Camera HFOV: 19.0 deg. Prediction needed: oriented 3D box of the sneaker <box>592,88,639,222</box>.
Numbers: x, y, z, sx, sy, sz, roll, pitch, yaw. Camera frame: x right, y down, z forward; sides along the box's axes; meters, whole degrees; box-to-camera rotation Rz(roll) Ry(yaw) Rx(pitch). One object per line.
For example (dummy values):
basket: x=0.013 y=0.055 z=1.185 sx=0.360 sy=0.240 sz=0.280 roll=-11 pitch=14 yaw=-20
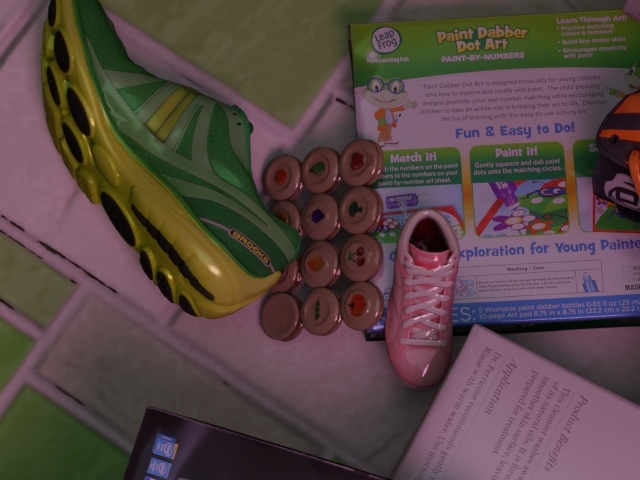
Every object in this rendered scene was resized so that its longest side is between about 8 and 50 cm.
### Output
sneaker: x=0.270 y=0.007 z=1.352 sx=0.180 sy=0.124 sz=0.321 roll=10 pitch=59 yaw=26

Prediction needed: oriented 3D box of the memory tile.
memory tile: x=0.000 y=0.000 z=1.452 sx=0.113 sy=0.012 sz=0.148 roll=-9 pitch=76 yaw=36

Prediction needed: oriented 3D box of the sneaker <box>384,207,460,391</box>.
sneaker: x=0.074 y=0.040 z=1.390 sx=0.051 sy=0.070 sz=0.134 roll=4 pitch=78 yaw=1

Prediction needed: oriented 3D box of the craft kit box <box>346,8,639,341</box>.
craft kit box: x=0.150 y=-0.052 z=1.471 sx=0.250 sy=0.061 sz=0.246 roll=-2 pitch=79 yaw=1

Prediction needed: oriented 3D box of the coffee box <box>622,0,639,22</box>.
coffee box: x=0.353 y=-0.255 z=1.462 sx=0.141 sy=0.098 sz=0.246 roll=29 pitch=66 yaw=8

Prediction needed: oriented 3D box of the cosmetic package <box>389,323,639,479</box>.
cosmetic package: x=0.227 y=0.244 z=1.349 sx=0.385 sy=0.156 sz=0.217 roll=29 pitch=80 yaw=7

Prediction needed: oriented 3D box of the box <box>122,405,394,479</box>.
box: x=-0.042 y=0.288 z=1.208 sx=0.242 sy=0.076 sz=0.307 roll=18 pitch=72 yaw=2

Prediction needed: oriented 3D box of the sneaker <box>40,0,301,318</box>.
sneaker: x=-0.121 y=-0.073 z=1.474 sx=0.123 sy=0.109 sz=0.295 roll=-24 pitch=72 yaw=-31
